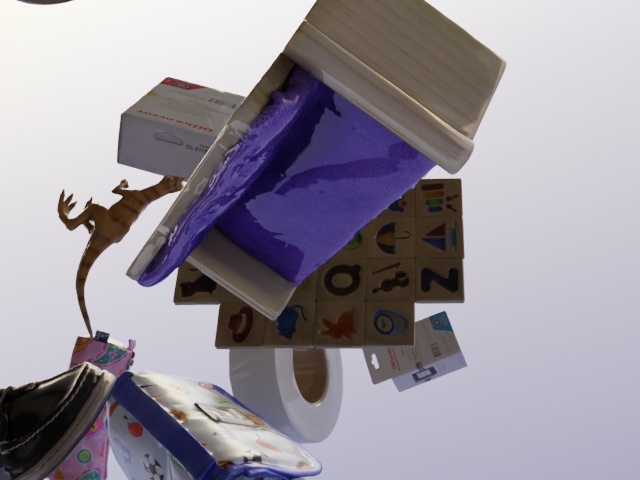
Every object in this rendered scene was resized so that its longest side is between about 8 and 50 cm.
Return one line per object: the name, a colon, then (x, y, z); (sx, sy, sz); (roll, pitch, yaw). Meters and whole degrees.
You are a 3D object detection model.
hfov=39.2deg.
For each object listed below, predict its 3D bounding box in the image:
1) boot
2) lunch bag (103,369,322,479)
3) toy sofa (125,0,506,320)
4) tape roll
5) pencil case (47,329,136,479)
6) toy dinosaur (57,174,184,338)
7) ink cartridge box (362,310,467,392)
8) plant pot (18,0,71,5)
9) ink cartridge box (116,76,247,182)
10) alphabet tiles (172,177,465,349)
boot: (-0.471, 0.197, 1.143); (0.377, 0.284, 0.138); (-31, -158, 31)
lunch bag: (-0.144, 0.383, 1.377); (0.239, 0.385, 0.328); (-43, -140, -18)
toy sofa: (-0.022, -0.045, 0.751); (0.177, 0.150, 0.362); (-61, -170, -32)
tape roll: (-0.059, 0.241, 1.696); (0.100, 0.286, 0.286); (-11, -145, 25)
pencil case: (-0.428, 0.314, 1.678); (0.124, 0.124, 0.284); (-1, -106, 47)
toy dinosaur: (-0.230, -0.011, 0.959); (0.112, 0.064, 0.211); (18, -120, 30)
ink cartridge box: (0.180, 0.221, 1.743); (0.180, 0.060, 0.104); (-22, -132, 7)
plant pot: (-0.272, -0.390, 0.827); (0.263, 0.229, 0.263); (-43, 170, -10)
ink cartridge box: (-0.175, -0.145, 1.178); (0.127, 0.072, 0.175); (16, -152, 4)
alphabet tiles: (0.000, 0.000, 1.086); (0.343, 0.011, 0.285); (-1, -121, 7)
